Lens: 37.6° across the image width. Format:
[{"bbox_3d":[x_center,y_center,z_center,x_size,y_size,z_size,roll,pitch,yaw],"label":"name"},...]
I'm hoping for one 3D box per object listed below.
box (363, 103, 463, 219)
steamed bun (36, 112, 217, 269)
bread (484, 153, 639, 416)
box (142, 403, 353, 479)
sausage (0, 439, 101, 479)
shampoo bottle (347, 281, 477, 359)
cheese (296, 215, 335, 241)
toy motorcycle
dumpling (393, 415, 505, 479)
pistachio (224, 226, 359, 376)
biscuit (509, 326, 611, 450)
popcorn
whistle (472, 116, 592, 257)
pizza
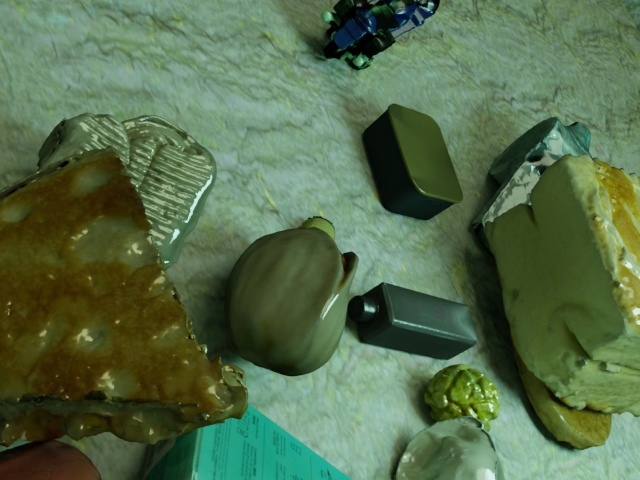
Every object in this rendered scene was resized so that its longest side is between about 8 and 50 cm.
[{"bbox_3d":[0.168,-0.143,1.761,0.144,0.090,0.201,10,55,-42],"label":"box"},{"bbox_3d":[-0.262,-0.057,1.195,0.211,0.144,0.218,24,73,-18],"label":"steamed bun"},{"bbox_3d":[0.536,0.087,1.718,0.371,0.279,0.390,15,52,-35],"label":"bread"},{"bbox_3d":[-0.056,0.326,1.080,0.311,0.118,0.205,39,20,-18],"label":"box"},{"bbox_3d":[-0.304,0.272,0.883,0.254,0.148,0.148,-10,69,-55],"label":"sausage"},{"bbox_3d":[0.145,0.130,1.527,0.246,0.079,0.080,16,50,-39],"label":"shampoo bottle"},{"bbox_3d":[0.001,0.000,1.508,0.084,0.041,0.060,51,35,-2],"label":"cheese"},{"bbox_3d":[0.126,-0.439,1.863,0.125,0.196,0.331,54,35,-1],"label":"toy motorcycle"},{"bbox_3d":[0.191,0.376,1.367,0.172,0.142,0.247,-1,63,-7],"label":"dumpling"},{"bbox_3d":[-0.037,0.071,1.285,0.166,0.197,0.288,45,27,-17],"label":"pistachio"},{"bbox_3d":[0.472,0.241,1.808,0.287,0.057,0.344,19,48,-36],"label":"biscuit"},{"bbox_3d":[0.226,0.254,1.507,0.106,0.120,0.116,-60,143,-89],"label":"popcorn"},{"bbox_3d":[0.462,-0.110,1.968,0.168,0.188,0.405,47,38,-9],"label":"whistle"},{"bbox_3d":[-0.257,0.107,0.936,0.406,0.130,0.440,28,54,21],"label":"pizza"}]
